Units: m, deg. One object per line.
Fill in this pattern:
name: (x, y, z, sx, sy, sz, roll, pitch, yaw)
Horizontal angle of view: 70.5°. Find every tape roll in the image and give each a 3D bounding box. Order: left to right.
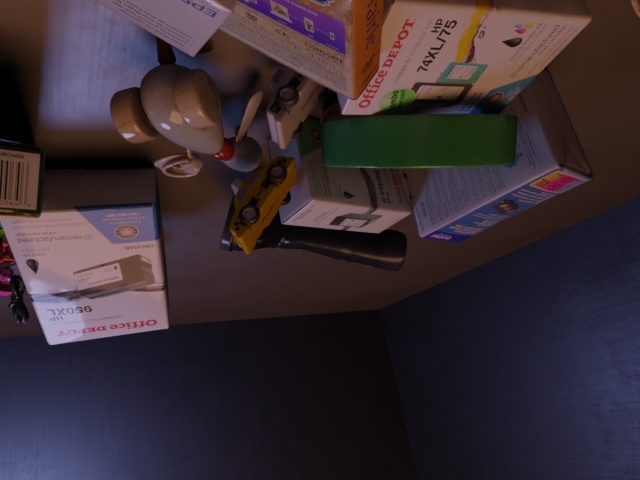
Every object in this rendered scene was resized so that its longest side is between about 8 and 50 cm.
tape roll: (0.163, -0.169, 0.779, 0.321, 0.077, 0.321, 0, -168, 0)

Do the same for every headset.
headset: (-0.669, 0.109, 1.306, 0.243, 0.185, 0.394, 0, -175, 37)

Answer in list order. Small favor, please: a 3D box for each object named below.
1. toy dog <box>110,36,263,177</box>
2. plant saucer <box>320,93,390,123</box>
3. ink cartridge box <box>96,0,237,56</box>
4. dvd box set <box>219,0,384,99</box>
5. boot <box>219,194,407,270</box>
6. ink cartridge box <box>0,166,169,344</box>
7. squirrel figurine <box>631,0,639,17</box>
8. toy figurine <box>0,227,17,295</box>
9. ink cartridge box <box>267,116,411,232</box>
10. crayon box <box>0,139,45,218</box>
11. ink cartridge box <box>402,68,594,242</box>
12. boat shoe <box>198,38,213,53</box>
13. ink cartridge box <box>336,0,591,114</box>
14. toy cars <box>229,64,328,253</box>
toy dog: (-0.208, -0.227, 0.780, 0.220, 0.161, 0.333, -3, 174, -4)
plant saucer: (0.153, -0.262, 0.867, 0.311, 0.050, 0.310, -5, 178, 0)
ink cartridge box: (-0.219, -0.284, 0.483, 0.223, 0.045, 0.224, 24, 173, -28)
dvd box set: (-0.084, -0.326, 0.368, 0.308, 0.062, 0.420, 32, 167, 15)
boot: (0.000, -0.001, 1.137, 0.445, 0.146, 0.367, 17, -170, -3)
ink cartridge box: (-0.513, 0.041, 1.054, 0.285, 0.166, 0.395, -5, 131, -17)
squirrel figurine: (0.333, -0.355, 0.350, 0.370, 0.397, 0.281, -7, 177, -12)
toy figurine: (-0.837, 0.065, 1.203, 0.173, 0.159, 0.130, -23, 158, 29)
ink cartridge box: (0.045, -0.141, 1.019, 0.289, 0.211, 0.121, 3, 155, -38)
crayon box: (-0.624, -0.119, 0.662, 0.363, 0.106, 0.313, 4, -170, -35)
ink cartridge box: (0.330, -0.168, 0.998, 0.151, 0.270, 0.395, 9, 153, -37)
boat shoe: (-0.202, -0.317, 0.635, 0.050, 0.045, 0.135, -9, 161, 28)
ink cartridge box: (0.160, -0.309, 0.621, 0.270, 0.197, 0.198, -5, 160, -17)
toy cars: (-0.085, -0.167, 0.803, 0.393, 0.087, 0.176, -68, 168, 21)
